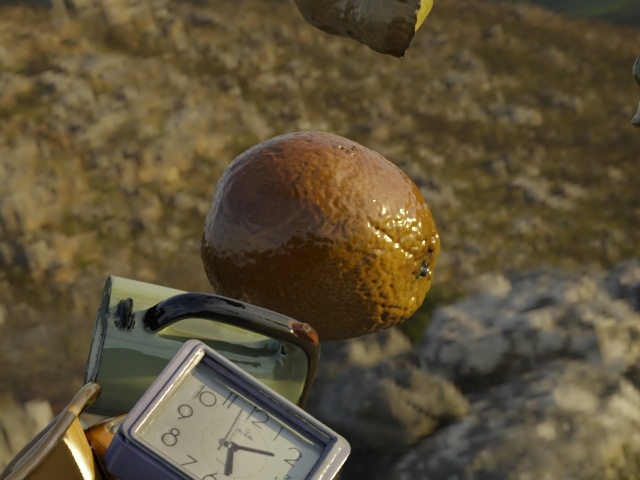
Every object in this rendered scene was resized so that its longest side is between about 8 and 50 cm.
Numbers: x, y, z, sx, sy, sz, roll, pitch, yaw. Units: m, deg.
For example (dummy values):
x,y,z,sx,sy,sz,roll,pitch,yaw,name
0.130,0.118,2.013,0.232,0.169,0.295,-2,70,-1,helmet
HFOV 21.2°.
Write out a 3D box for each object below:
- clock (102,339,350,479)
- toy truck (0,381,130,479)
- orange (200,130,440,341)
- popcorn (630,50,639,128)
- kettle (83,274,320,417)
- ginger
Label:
x,y,z,sx,sy,sz,roll,pitch,yaw,name
-0.086,0.201,1.609,0.144,0.193,0.073,-53,-5,-41,clock
-0.231,0.285,1.763,0.204,0.211,0.288,-42,2,45,toy truck
0.000,0.000,2.604,0.357,0.322,0.322,18,22,14,orange
0.451,-0.165,1.731,0.270,0.258,0.224,-42,-2,-12,popcorn
-0.135,0.134,1.978,0.255,0.165,0.240,14,-33,-10,kettle
0.051,-0.298,2.037,0.190,0.126,0.354,14,9,-27,ginger
